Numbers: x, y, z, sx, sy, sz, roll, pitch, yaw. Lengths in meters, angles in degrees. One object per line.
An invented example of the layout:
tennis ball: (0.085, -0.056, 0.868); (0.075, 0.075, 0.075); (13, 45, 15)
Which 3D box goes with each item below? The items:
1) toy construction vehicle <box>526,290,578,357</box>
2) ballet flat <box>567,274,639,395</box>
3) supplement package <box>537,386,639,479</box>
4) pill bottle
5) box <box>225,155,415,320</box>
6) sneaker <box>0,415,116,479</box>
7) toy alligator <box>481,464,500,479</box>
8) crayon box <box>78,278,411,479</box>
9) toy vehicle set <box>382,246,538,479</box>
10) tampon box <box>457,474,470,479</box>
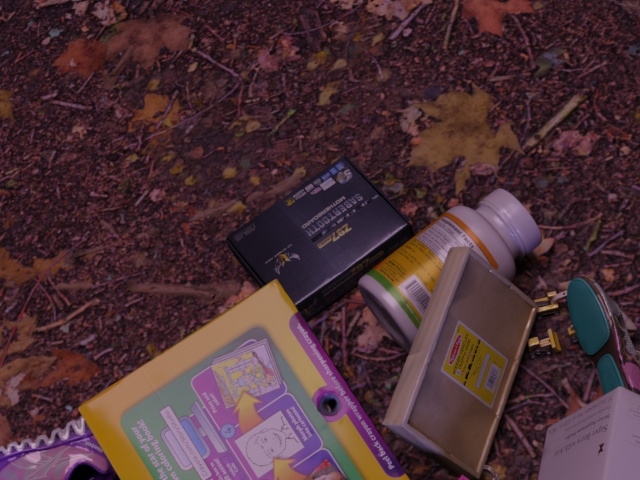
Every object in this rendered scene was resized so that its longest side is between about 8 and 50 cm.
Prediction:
toy construction vehicle: (0.328, 0.111, 1.995); (0.098, 0.035, 0.086); (-13, 53, 10)
ballet flat: (0.396, 0.147, 1.923); (0.079, 0.077, 0.221); (-1, 58, -28)
supplement package: (0.353, 0.353, 1.680); (0.175, 0.177, 0.293); (24, 59, -12)
pill bottle: (0.187, 0.038, 2.032); (0.245, 0.136, 0.136); (-37, 52, -9)
box: (0.000, 0.000, 2.175); (0.232, 0.059, 0.183); (-35, 53, -7)
sneaker: (-0.390, 0.335, 2.056); (0.236, 0.095, 0.104); (-23, 59, 2)
toy alligator: (0.272, 0.348, 1.830); (0.189, 0.056, 0.051); (25, 67, 32)
crayon box: (-0.085, 0.288, 1.875); (0.313, 0.106, 0.363); (-33, 76, -2)
toy vehicle set: (0.191, 0.162, 1.911); (0.035, 0.166, 0.267); (-4, 55, 48)
tampon box: (0.181, 0.401, 1.795); (0.120, 0.101, 0.161); (31, 70, 33)
